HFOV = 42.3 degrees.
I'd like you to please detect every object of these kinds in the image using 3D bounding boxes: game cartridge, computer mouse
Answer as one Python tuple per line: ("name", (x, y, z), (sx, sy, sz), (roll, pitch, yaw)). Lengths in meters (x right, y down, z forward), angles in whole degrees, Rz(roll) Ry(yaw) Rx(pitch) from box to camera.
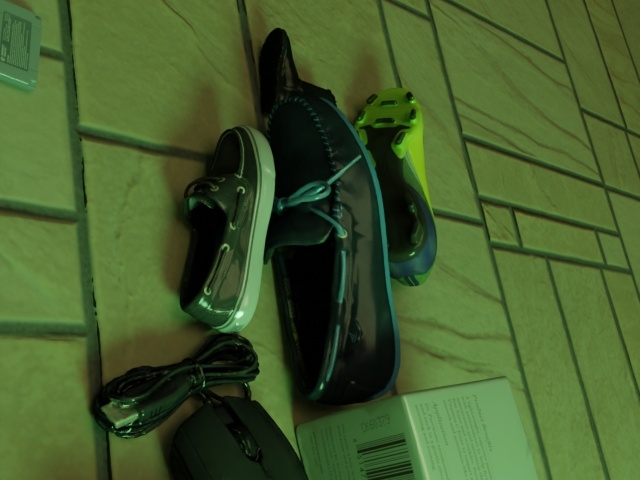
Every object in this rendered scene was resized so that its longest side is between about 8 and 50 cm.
("game cartridge", (-0.283, -0.179, 0.751), (0.056, 0.017, 0.083), (21, 54, -43))
("computer mouse", (-0.067, 0.218, 0.720), (0.188, 0.072, 0.272), (-17, 82, -51))

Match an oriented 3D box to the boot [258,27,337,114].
("boot", (-0.024, -0.189, 1.013), (0.099, 0.045, 0.121), (16, 65, -39))

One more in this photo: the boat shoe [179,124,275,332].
("boat shoe", (-0.102, -0.023, 0.819), (0.076, 0.080, 0.228), (25, 60, -39))

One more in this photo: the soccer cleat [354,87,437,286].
("soccer cleat", (0.098, -0.073, 1.069), (0.121, 0.094, 0.289), (63, 22, -53))

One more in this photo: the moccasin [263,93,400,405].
("moccasin", (0.000, 0.000, 0.865), (0.117, 0.138, 0.341), (-2, 70, -43))

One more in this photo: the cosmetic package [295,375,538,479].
("cosmetic package", (0.102, 0.232, 0.832), (0.184, 0.151, 0.151), (4, 67, -46))
